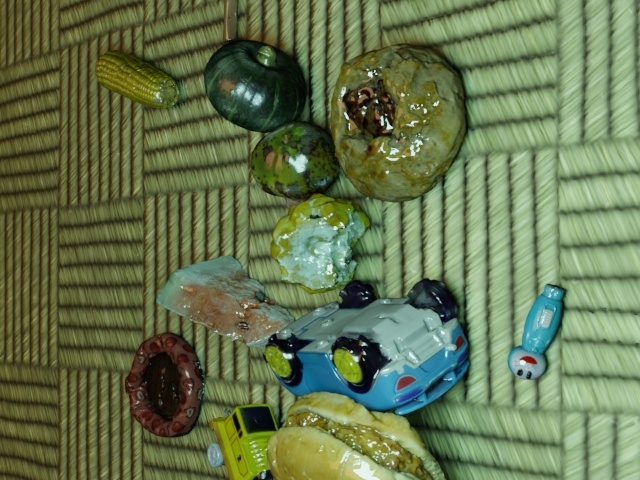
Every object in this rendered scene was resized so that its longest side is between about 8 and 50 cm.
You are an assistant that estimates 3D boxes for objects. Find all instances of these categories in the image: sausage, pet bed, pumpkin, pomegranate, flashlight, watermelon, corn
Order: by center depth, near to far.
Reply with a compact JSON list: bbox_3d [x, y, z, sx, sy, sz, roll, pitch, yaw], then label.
[{"bbox_3d":[0.276,0.116,1.596,0.051,0.051,0.129,28,105,47],"label":"flashlight"},{"bbox_3d":[-0.037,-0.101,1.917,0.138,0.125,0.163,0,97,19],"label":"pomegranate"},{"bbox_3d":[-0.101,-0.243,1.966,0.125,0.167,0.167,-38,60,46],"label":"pumpkin"},{"bbox_3d":[-0.142,0.112,2.048,0.241,0.154,0.094,29,111,33],"label":"watermelon"},{"bbox_3d":[-0.153,-0.397,2.146,0.026,0.026,0.116,-1,88,50],"label":"sausage"},{"bbox_3d":[-0.278,0.261,2.252,0.201,0.053,0.201,-1,88,45],"label":"pet bed"},{"bbox_3d":[-0.339,-0.299,2.326,0.231,0.080,0.080,26,108,47],"label":"corn"}]

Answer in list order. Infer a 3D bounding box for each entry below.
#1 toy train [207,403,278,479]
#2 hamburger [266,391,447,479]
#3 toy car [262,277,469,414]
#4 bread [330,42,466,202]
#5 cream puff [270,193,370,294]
[{"bbox_3d":[-0.110,0.351,2.004,0.127,0.089,0.219,-55,44,42],"label":"toy train"},{"bbox_3d":[0.058,0.339,1.687,0.259,0.283,0.144,2,49,44],"label":"hamburger"},{"bbox_3d":[0.063,0.165,1.758,0.314,0.198,0.166,-4,111,52],"label":"toy car"},{"bbox_3d":[0.098,-0.168,1.762,0.230,0.123,0.230,-3,86,53],"label":"bread"},{"bbox_3d":[0.001,0.000,1.856,0.121,0.156,0.156,11,98,21],"label":"cream puff"}]
